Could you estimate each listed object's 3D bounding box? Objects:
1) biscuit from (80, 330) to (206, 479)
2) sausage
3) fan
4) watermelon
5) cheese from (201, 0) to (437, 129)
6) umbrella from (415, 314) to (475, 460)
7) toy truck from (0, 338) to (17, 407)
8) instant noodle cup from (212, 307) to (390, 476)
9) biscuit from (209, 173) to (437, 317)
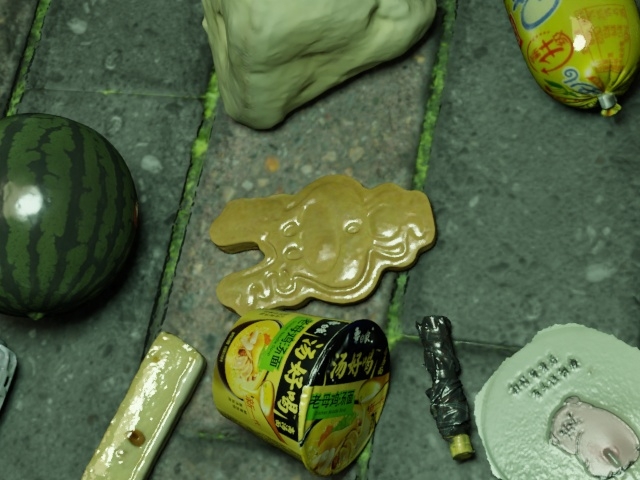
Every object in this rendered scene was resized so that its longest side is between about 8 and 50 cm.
[{"bbox_3d":[-0.175,0.185,1.264,0.056,0.052,0.188,23,77,11],"label":"biscuit"},{"bbox_3d":[0.240,-0.280,1.297,0.123,0.123,0.347,-18,65,8],"label":"sausage"},{"bbox_3d":[0.273,0.210,1.144,0.182,0.010,0.310,-39,62,-3],"label":"fan"},{"bbox_3d":[-0.289,-0.023,1.298,0.212,0.212,0.212,-6,66,14],"label":"watermelon"},{"bbox_3d":[-0.013,-0.260,1.305,0.251,0.248,0.174,-19,65,1],"label":"cheese"},{"bbox_3d":[0.118,0.138,1.205,0.040,0.037,0.144,-9,62,-2],"label":"umbrella"},{"bbox_3d":[-0.509,0.120,1.323,0.363,0.178,0.177,14,72,18],"label":"toy truck"},{"bbox_3d":[-0.020,0.133,1.197,0.122,0.151,0.151,17,73,34],"label":"instant noodle cup"},{"bbox_3d":[0.001,0.003,1.301,0.236,0.040,0.144,-14,70,13],"label":"biscuit"}]
